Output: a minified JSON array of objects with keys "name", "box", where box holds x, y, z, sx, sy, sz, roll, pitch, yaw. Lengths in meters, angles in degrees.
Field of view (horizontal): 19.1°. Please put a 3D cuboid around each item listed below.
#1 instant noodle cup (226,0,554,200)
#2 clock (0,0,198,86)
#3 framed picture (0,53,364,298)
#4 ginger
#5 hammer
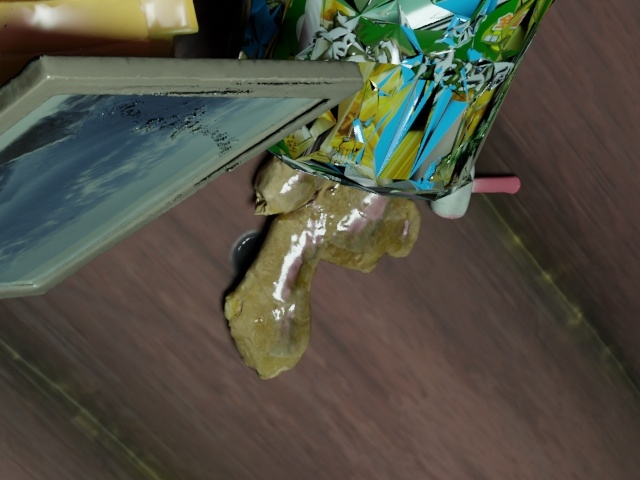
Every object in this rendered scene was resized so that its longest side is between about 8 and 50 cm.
[{"name":"instant noodle cup","box":[0.041,-0.146,1.279,0.240,0.240,0.178,5,116,-30]},{"name":"clock","box":[-0.255,-0.148,1.101,0.317,0.244,0.200,-12,111,-20]},{"name":"framed picture","box":[-0.167,-0.028,1.142,0.247,0.335,0.022,-5,70,-48]},{"name":"ginger","box":[0.006,0.008,1.407,0.133,0.059,0.214,7,105,-25]},{"name":"hammer","box":[0.122,-0.043,1.468,0.083,0.031,0.053,-2,114,-34]}]
